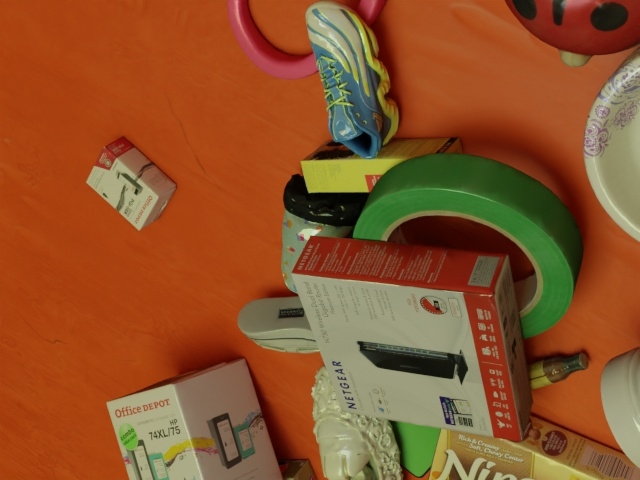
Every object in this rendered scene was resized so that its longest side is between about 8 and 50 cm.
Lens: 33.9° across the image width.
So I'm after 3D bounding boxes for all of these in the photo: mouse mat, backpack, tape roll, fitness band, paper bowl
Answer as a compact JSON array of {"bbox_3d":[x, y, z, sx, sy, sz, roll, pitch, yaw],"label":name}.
[{"bbox_3d":[0.156,0.321,1.824,0.152,0.007,0.190,38,131,8],"label":"mouse mat"},{"bbox_3d":[0.000,0.000,1.669,0.152,0.115,0.182,18,127,20],"label":"backpack"},{"bbox_3d":[0.208,0.017,1.503,0.321,0.077,0.321,16,141,13],"label":"tape roll"},{"bbox_3d":[-0.027,-0.359,1.518,0.209,0.054,0.291,51,132,-3],"label":"fitness band"},{"bbox_3d":[0.476,-0.126,1.271,0.284,0.148,0.284,15,123,25],"label":"paper bowl"}]

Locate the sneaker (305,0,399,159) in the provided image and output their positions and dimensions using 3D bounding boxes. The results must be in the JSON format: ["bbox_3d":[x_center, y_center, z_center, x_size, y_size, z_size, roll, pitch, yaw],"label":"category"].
[{"bbox_3d":[0.043,-0.215,1.471,0.091,0.126,0.240,-14,129,28],"label":"sneaker"}]

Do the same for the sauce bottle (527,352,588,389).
[{"bbox_3d":[0.350,0.201,1.609,0.128,0.042,0.042,-22,103,39],"label":"sauce bottle"}]

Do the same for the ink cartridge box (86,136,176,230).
[{"bbox_3d":[-0.335,-0.100,1.861,0.135,0.056,0.099,41,129,6],"label":"ink cartridge box"}]

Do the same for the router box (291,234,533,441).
[{"bbox_3d":[0.144,0.148,1.560,0.301,0.082,0.335,5,137,25],"label":"router box"}]

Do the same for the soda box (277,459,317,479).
[{"bbox_3d":[-0.099,0.464,2.032,0.181,0.061,0.058,-9,111,36],"label":"soda box"}]

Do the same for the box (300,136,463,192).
[{"bbox_3d":[0.092,-0.112,1.565,0.232,0.087,0.058,2,118,31],"label":"box"}]

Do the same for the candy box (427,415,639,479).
[{"bbox_3d":[0.339,0.382,1.687,0.316,0.087,0.183,22,126,20],"label":"candy box"}]

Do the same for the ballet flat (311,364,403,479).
[{"bbox_3d":[0.073,0.416,1.844,0.147,0.147,0.409,-6,113,35],"label":"ballet flat"}]

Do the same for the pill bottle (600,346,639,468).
[{"bbox_3d":[0.572,0.162,1.323,0.407,0.229,0.229,-31,97,40],"label":"pill bottle"}]

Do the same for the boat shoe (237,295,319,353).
[{"bbox_3d":[-0.008,0.150,1.779,0.267,0.096,0.088,-6,144,21],"label":"boat shoe"}]

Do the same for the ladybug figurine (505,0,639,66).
[{"bbox_3d":[0.315,-0.407,1.202,0.305,0.162,0.449,12,122,26],"label":"ladybug figurine"}]

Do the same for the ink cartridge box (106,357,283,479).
[{"bbox_3d":[-0.228,0.382,1.936,0.198,0.197,0.270,-20,86,38],"label":"ink cartridge box"}]
